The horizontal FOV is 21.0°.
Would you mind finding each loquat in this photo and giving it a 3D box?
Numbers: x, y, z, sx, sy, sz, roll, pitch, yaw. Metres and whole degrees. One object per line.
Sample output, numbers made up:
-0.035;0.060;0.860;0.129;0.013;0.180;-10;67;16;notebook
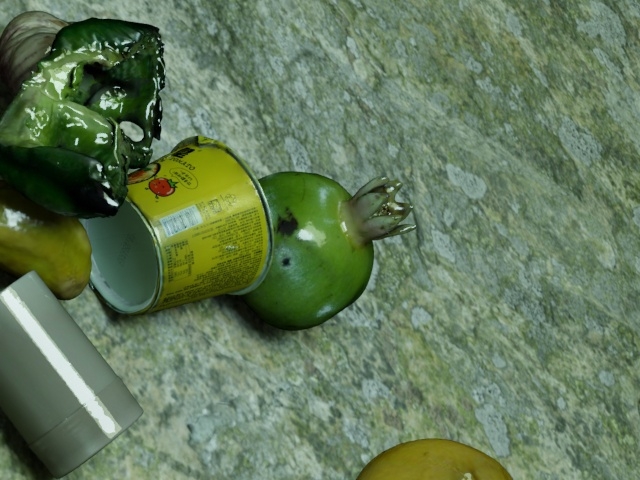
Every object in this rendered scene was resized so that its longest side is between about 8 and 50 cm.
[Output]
0.123;0.316;1.872;0.208;0.208;0.208;24;51;-32;loquat

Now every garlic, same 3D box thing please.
-0.286;-0.180;1.867;0.147;0.102;0.159;45;19;-10;garlic

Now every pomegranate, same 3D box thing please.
-0.001;-0.002;1.935;0.187;0.225;0.187;42;36;-41;pomegranate

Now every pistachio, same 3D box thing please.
-0.304;-0.012;1.736;0.189;0.110;0.100;30;56;-26;pistachio

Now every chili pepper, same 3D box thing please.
-0.237;-0.117;1.732;0.148;0.116;0.264;22;47;-4;chili pepper

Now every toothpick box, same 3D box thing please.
-0.267;0.131;1.681;0.180;0.111;0.111;53;41;-3;toothpick box

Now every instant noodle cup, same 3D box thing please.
-0.162;-0.007;1.830;0.144;0.182;0.182;-22;81;-40;instant noodle cup
